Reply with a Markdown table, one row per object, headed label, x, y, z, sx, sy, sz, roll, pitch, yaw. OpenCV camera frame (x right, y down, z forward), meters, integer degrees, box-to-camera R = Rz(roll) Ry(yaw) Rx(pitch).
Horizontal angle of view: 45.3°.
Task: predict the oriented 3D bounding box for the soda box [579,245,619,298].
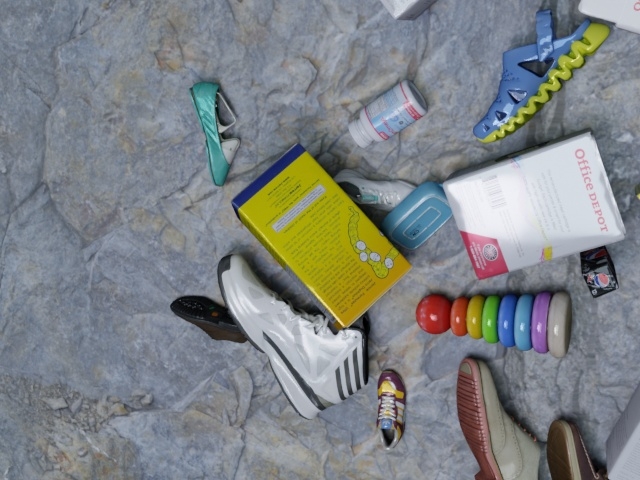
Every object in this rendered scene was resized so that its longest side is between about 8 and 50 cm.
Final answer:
| label | x | y | z | sx | sy | sz | roll | pitch | yaw |
| --- | --- | --- | --- | --- | --- | --- | --- | --- | --- |
| soda box | 0.559 | 0.057 | 1.541 | 0.053 | 0.169 | 0.060 | -25 | 96 | 21 |

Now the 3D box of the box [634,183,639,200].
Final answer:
| label | x | y | z | sx | sy | sz | roll | pitch | yaw |
| --- | --- | --- | --- | --- | --- | --- | --- | --- | --- |
| box | 0.767 | -0.083 | 1.453 | 0.243 | 0.117 | 0.213 | -39 | 87 | 24 |

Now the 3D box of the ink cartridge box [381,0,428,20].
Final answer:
| label | x | y | z | sx | sy | sz | roll | pitch | yaw |
| --- | --- | --- | --- | --- | --- | --- | --- | --- | --- |
| ink cartridge box | 0.208 | -0.586 | 1.462 | 0.270 | 0.197 | 0.198 | -37 | 92 | 23 |

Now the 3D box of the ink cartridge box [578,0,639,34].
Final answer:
| label | x | y | z | sx | sy | sz | roll | pitch | yaw |
| --- | --- | --- | --- | --- | --- | --- | --- | --- | --- |
| ink cartridge box | 0.671 | -0.458 | 1.385 | 0.353 | 0.119 | 0.207 | 21 | 111 | 11 |

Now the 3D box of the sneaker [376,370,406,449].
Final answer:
| label | x | y | z | sx | sy | sz | roll | pitch | yaw |
| --- | --- | --- | --- | --- | --- | --- | --- | --- | --- |
| sneaker | 0.166 | 0.404 | 1.818 | 0.070 | 0.084 | 0.185 | -3 | 104 | 19 |

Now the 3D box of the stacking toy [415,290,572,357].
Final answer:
| label | x | y | z | sx | sy | sz | roll | pitch | yaw |
| --- | --- | --- | --- | --- | --- | --- | --- | --- | --- |
| stacking toy | 0.370 | 0.169 | 1.672 | 0.330 | 0.141 | 0.141 | 3 | 106 | 25 |

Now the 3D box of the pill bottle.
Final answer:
| label | x | y | z | sx | sy | sz | roll | pitch | yaw |
| --- | --- | --- | --- | --- | --- | --- | --- | --- | --- |
| pill bottle | 0.142 | -0.266 | 1.635 | 0.160 | 0.087 | 0.087 | -32 | 93 | 24 |

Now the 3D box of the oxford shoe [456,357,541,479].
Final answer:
| label | x | y | z | sx | sy | sz | roll | pitch | yaw |
| --- | --- | --- | --- | --- | --- | --- | --- | --- | --- |
| oxford shoe | 0.413 | 0.447 | 1.746 | 0.146 | 0.140 | 0.397 | -15 | 96 | -10 |

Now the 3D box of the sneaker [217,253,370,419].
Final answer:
| label | x | y | z | sx | sy | sz | roll | pitch | yaw |
| --- | --- | --- | --- | --- | --- | --- | --- | --- | --- |
| sneaker | -0.036 | 0.181 | 1.807 | 0.257 | 0.169 | 0.447 | -31 | 99 | 13 |

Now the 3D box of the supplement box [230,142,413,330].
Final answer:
| label | x | y | z | sx | sy | sz | roll | pitch | yaw |
| --- | --- | --- | --- | --- | --- | --- | --- | --- | --- |
| supplement box | 0.000 | 0.000 | 1.653 | 0.195 | 0.194 | 0.356 | -41 | 85 | -7 |

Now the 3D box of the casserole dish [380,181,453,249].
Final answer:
| label | x | y | z | sx | sy | sz | roll | pitch | yaw |
| --- | --- | --- | --- | --- | --- | --- | --- | --- | --- |
| casserole dish | 0.217 | -0.047 | 1.670 | 0.114 | 0.037 | 0.188 | 32 | 118 | -30 |

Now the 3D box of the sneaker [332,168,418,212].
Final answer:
| label | x | y | z | sx | sy | sz | roll | pitch | yaw |
| --- | --- | --- | --- | --- | --- | --- | --- | --- | --- |
| sneaker | 0.122 | -0.098 | 1.686 | 0.212 | 0.094 | 0.080 | 14 | 108 | 14 |

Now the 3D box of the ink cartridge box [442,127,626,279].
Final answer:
| label | x | y | z | sx | sy | sz | roll | pitch | yaw |
| --- | --- | --- | --- | --- | --- | --- | --- | --- | --- |
| ink cartridge box | 0.436 | -0.074 | 1.568 | 0.306 | 0.131 | 0.226 | -18 | 98 | 21 |

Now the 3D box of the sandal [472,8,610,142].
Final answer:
| label | x | y | z | sx | sy | sz | roll | pitch | yaw |
| --- | --- | --- | --- | --- | --- | --- | --- | --- | --- |
| sandal | 0.411 | -0.329 | 1.517 | 0.138 | 0.126 | 0.317 | 43 | 105 | 7 |

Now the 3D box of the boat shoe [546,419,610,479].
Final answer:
| label | x | y | z | sx | sy | sz | roll | pitch | yaw |
| --- | --- | --- | --- | --- | --- | --- | --- | --- | --- |
| boat shoe | 0.602 | 0.551 | 1.712 | 0.123 | 0.123 | 0.342 | -16 | 95 | -8 |

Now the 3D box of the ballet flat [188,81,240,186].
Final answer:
| label | x | y | z | sx | sy | sz | roll | pitch | yaw |
| --- | --- | --- | --- | --- | --- | --- | --- | --- | --- |
| ballet flat | -0.233 | -0.247 | 1.774 | 0.087 | 0.083 | 0.247 | -11 | 103 | 7 |

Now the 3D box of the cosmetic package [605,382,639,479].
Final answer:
| label | x | y | z | sx | sy | sz | roll | pitch | yaw |
| --- | --- | --- | --- | --- | --- | --- | --- | --- | --- |
| cosmetic package | 0.709 | 0.423 | 1.604 | 0.151 | 0.151 | 0.183 | 24 | 112 | 11 |

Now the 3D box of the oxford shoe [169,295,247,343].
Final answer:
| label | x | y | z | sx | sy | sz | roll | pitch | yaw |
| --- | --- | --- | --- | --- | --- | --- | --- | --- | --- |
| oxford shoe | -0.280 | 0.206 | 1.917 | 0.227 | 0.083 | 0.096 | 19 | 129 | 22 |
